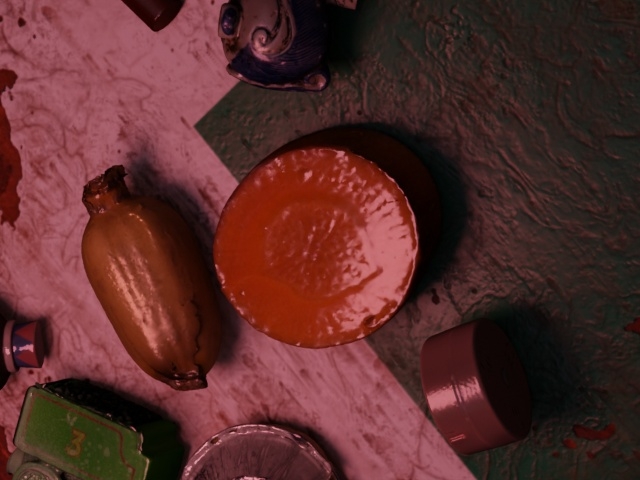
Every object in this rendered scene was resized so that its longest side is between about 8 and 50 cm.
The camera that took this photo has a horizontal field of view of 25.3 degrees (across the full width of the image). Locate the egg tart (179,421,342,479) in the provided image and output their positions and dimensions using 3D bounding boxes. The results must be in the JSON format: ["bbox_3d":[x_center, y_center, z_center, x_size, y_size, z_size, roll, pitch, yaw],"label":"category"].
[{"bbox_3d":[-0.078,0.350,1.834,0.234,0.094,0.234,2,101,13],"label":"egg tart"}]

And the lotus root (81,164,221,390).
[{"bbox_3d":[-0.215,0.052,1.823,0.146,0.131,0.303,-24,91,1],"label":"lotus root"}]

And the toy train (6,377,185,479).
[{"bbox_3d":[-0.301,0.298,1.903,0.243,0.132,0.188,22,100,21],"label":"toy train"}]

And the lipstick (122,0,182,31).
[{"bbox_3d":[-0.317,-0.404,1.815,0.356,0.057,0.057,45,112,9],"label":"lipstick"}]

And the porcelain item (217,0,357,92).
[{"bbox_3d":[-0.016,-0.316,1.684,0.186,0.138,0.288,11,100,2],"label":"porcelain item"}]

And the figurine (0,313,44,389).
[{"bbox_3d":[-0.512,0.156,1.958,0.275,0.161,0.158,-1,140,24],"label":"figurine"}]

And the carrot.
[{"bbox_3d":[0.000,0.000,1.746,0.307,0.100,0.258,-23,88,26],"label":"carrot"}]

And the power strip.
[{"bbox_3d":[0.185,0.170,1.677,0.078,0.154,0.154,-22,91,27],"label":"power strip"}]
